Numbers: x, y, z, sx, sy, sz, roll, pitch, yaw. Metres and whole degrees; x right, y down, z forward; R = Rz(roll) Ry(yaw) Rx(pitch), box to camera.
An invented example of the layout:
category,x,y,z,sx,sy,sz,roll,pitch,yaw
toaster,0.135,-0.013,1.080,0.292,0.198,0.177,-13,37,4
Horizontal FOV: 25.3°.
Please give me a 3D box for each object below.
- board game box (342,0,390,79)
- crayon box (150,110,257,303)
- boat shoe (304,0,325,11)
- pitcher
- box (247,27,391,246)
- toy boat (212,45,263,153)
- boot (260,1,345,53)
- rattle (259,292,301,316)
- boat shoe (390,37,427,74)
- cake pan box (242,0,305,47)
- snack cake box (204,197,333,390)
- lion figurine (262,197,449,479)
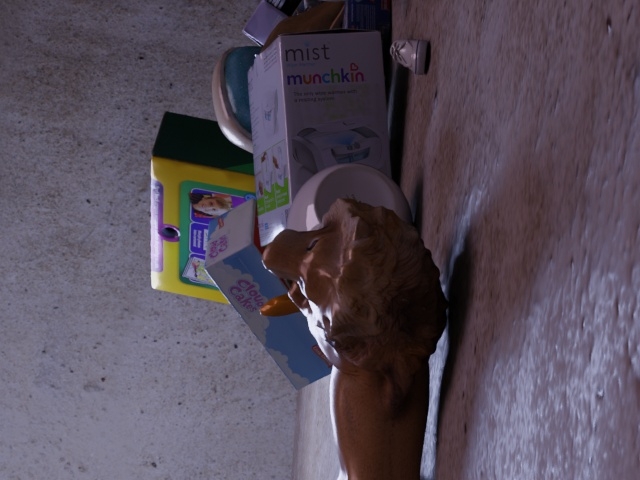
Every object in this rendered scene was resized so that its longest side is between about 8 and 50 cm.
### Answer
category,x,y,z,sx,sy,sz,roll,pitch,yaw
board game box,0.054,-0.219,1.924,0.194,0.060,0.194,96,177,-47
crayon box,-0.116,-0.031,2.347,0.363,0.313,0.106,99,-178,-53
boat shoe,0.005,-0.364,2.520,0.335,0.119,0.121,102,172,-67
pitcher,0.038,0.026,1.442,0.177,0.125,0.207,59,164,18
box,-0.008,-0.114,1.700,0.262,0.127,0.231,162,105,-79
toy boat,-0.019,-0.148,2.097,0.148,0.267,0.318,-34,60,42
boot,0.004,-0.321,2.072,0.112,0.115,0.305,89,-159,-43
rattle,0.000,0.000,1.923,0.130,0.143,0.199,-24,-66,-72
boat shoe,0.088,-0.190,1.448,0.100,0.035,0.035,-95,10,-75
cake pan box,-0.033,-0.455,2.574,0.245,0.070,0.267,-57,-1,10
snack cake box,-0.070,0.083,2.212,0.264,0.089,0.152,55,-163,-24
lion figurine,0.041,0.146,1.174,0.240,0.142,0.392,-126,26,-74
